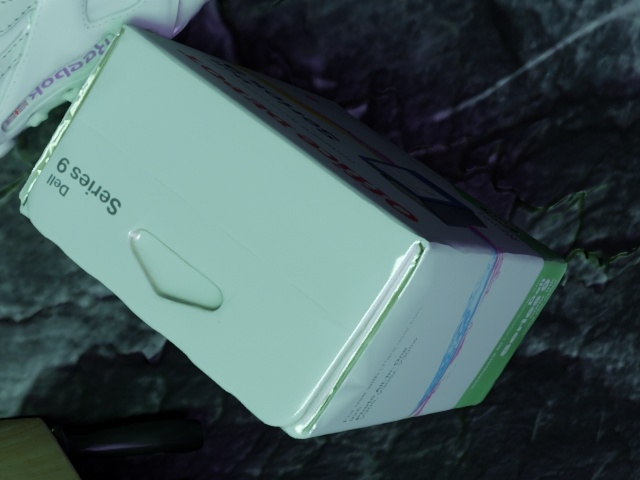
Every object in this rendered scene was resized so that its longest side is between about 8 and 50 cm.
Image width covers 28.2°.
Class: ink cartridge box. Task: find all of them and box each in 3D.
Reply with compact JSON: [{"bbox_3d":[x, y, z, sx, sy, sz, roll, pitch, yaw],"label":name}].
[{"bbox_3d":[0.000,0.000,0.550,0.093,0.154,0.212,-58,158,12],"label":"ink cartridge box"}]

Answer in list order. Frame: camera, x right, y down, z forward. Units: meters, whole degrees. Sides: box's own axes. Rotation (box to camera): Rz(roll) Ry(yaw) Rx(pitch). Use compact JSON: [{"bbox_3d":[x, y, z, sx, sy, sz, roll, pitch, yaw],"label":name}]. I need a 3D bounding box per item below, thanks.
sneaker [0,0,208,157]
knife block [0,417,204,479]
[{"bbox_3d":[-0.125,-0.075,0.495,0.152,0.114,0.305,22,104,-40],"label":"sneaker"},{"bbox_3d":[-0.176,0.144,0.639,0.276,0.242,0.088,18,113,8],"label":"knife block"}]
